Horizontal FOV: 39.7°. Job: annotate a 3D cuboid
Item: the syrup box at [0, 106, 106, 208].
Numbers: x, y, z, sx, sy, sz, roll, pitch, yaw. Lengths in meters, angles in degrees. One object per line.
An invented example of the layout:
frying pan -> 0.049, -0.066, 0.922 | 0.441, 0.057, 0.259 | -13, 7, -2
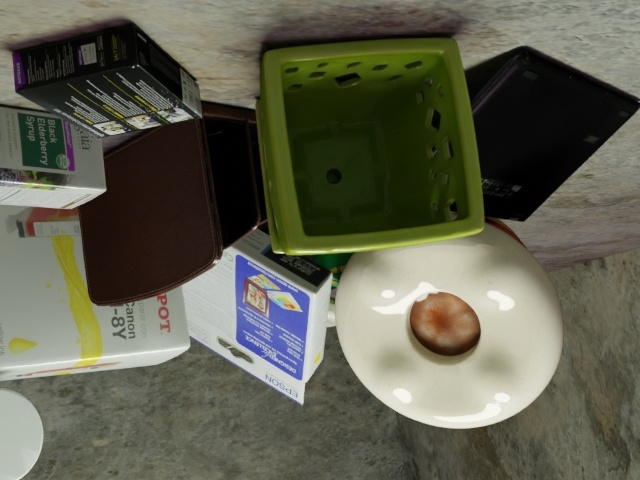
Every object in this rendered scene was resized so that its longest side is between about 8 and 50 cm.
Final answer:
syrup box -> -0.376, -0.098, 1.031 | 0.237, 0.093, 0.096 | 3, 165, -45

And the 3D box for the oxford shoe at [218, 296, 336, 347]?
oxford shoe -> -0.093, 0.153, 1.670 | 0.169, 0.130, 0.449 | 22, 163, -30

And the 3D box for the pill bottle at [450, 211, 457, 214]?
pill bottle -> 0.218, -0.065, 1.698 | 0.078, 0.078, 0.137 | 1, 166, -41

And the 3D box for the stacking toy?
stacking toy -> 0.256, 0.064, 1.512 | 0.350, 0.350, 0.480 | -13, -167, 25

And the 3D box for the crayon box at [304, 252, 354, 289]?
crayon box -> 0.000, 0.000, 1.557 | 0.081, 0.165, 0.278 | 13, 169, -9

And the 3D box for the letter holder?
letter holder -> -0.185, -0.030, 1.207 | 0.152, 0.214, 0.302 | 3, 165, -45

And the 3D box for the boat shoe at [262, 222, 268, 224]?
boat shoe -> -0.090, -0.064, 1.459 | 0.073, 0.080, 0.223 | -2, 175, -36

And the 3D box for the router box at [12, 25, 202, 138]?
router box -> -0.219, -0.162, 0.940 | 0.133, 0.046, 0.179 | -10, 169, 11

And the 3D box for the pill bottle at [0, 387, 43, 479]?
pill bottle -> -0.521, 0.290, 1.275 | 0.162, 0.162, 0.278 | 2, 166, -44

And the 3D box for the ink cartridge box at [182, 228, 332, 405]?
ink cartridge box -> -0.127, 0.099, 1.498 | 0.072, 0.303, 0.307 | -47, 156, -36

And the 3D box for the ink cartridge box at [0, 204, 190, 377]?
ink cartridge box -> -0.413, 0.058, 1.338 | 0.385, 0.279, 0.160 | -2, 166, -31

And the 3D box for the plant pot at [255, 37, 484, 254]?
plant pot -> 0.038, -0.094, 1.042 | 0.228, 0.227, 0.207 | -6, 175, -14

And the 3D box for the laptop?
laptop -> 0.190, -0.162, 1.334 | 0.382, 0.236, 0.408 | 4, 136, -50

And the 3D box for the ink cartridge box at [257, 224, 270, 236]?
ink cartridge box -> -0.175, 0.015, 1.724 | 0.193, 0.088, 0.234 | -19, 170, -1
